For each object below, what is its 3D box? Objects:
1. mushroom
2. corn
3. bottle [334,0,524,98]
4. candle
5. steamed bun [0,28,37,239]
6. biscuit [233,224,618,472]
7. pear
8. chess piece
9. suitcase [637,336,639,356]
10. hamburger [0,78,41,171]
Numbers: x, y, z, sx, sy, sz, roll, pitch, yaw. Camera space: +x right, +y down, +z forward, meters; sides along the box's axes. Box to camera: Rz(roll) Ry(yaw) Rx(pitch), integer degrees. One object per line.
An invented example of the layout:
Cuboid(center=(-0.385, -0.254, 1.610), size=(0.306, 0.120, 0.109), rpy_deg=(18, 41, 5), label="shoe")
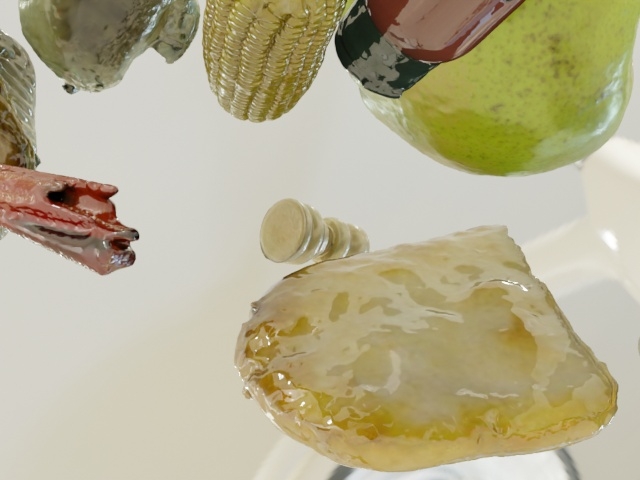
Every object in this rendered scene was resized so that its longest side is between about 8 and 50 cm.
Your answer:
Cuboid(center=(-0.247, -0.336, 1.583), size=(0.344, 0.247, 0.130), rpy_deg=(-39, 14, 15), label="mushroom")
Cuboid(center=(-0.050, -0.206, 1.215), size=(0.131, 0.131, 0.344), rpy_deg=(-31, -9, -14), label="corn")
Cuboid(center=(0.137, -0.268, 1.201), size=(0.144, 0.144, 0.336), rpy_deg=(-7, -26, -44), label="bottle")
Cuboid(center=(-0.297, -0.036, 1.228), size=(0.059, 0.301, 0.084), rpy_deg=(38, -109, -59), label="candle")
Cuboid(center=(-0.532, -0.146, 1.624), size=(0.219, 0.324, 0.309), rpy_deg=(-6, -6, 26), label="steamed bun")
Cuboid(center=(0.119, 0.141, 1.549), size=(0.446, 0.429, 0.104), rpy_deg=(-12, -55, -16), label="biscuit")
Cuboid(center=(0.204, -0.261, 1.527), size=(0.391, 0.391, 0.391), rpy_deg=(-28, -30, -18), label="pear")
Cuboid(center=(0.000, 0.000, 1.799), size=(0.170, 0.094, 0.094), rpy_deg=(15, -58, -48), label="chess piece")
Cuboid(center=(0.461, 0.175, 1.373), size=(0.143, 0.194, 0.235), rpy_deg=(-17, 1, -3), label="suitcase")
Cuboid(center=(-0.418, -0.104, 1.374), size=(0.183, 0.130, 0.206), rpy_deg=(-26, -66, -8), label="hamburger")
